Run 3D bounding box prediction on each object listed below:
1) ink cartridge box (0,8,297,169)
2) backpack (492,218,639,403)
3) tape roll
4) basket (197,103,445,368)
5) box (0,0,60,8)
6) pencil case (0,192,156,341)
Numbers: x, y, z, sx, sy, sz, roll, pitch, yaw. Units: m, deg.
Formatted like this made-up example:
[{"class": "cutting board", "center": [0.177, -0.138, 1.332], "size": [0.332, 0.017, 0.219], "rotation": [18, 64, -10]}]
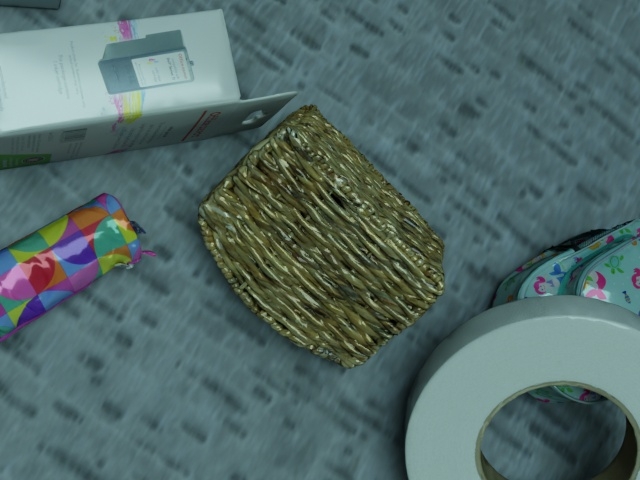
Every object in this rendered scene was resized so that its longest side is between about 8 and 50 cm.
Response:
[{"class": "ink cartridge box", "center": [-0.227, -0.185, 1.210], "size": [0.354, 0.207, 0.119], "rotation": [-11, 86, -19]}, {"class": "backpack", "center": [0.376, 0.108, 1.370], "size": [0.254, 0.191, 0.225], "rotation": [-22, 89, -14]}, {"class": "tape roll", "center": [0.302, 0.257, 1.270], "size": [0.392, 0.072, 0.391], "rotation": [1, 110, 3]}, {"class": "basket", "center": [0.000, 0.000, 1.313], "size": [0.299, 0.223, 0.213], "rotation": [45, 105, -7]}, {"class": "box", "center": [-0.393, -0.391, 1.251], "size": [0.130, 0.091, 0.170], "rotation": [0, 82, -17]}, {"class": "pencil case", "center": [-0.326, 0.033, 1.207], "size": [0.236, 0.104, 0.104], "rotation": [-30, 91, -18]}]
